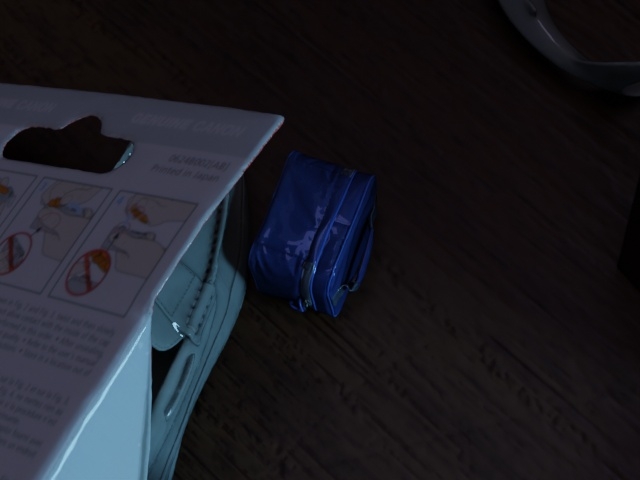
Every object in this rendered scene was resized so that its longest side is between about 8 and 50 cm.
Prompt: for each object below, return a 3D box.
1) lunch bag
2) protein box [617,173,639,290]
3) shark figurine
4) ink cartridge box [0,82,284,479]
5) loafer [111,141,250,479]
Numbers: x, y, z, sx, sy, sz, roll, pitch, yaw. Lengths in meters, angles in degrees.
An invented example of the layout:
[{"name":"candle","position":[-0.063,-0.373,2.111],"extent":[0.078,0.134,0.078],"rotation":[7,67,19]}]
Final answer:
[{"name":"lunch bag","position":[0.000,0.000,0.887],"extent":[0.065,0.067,0.098],"rotation":[16,70,13]},{"name":"protein box","position":[0.295,-0.034,0.799],"extent":[0.199,0.201,0.136],"rotation":[-36,68,-10]},{"name":"shark figurine","position":[0.147,-0.216,0.946],"extent":[0.166,0.116,0.278],"rotation":[-2,64,6]},{"name":"ink cartridge box","position":[-0.201,0.087,0.792],"extent":[0.308,0.091,0.385],"rotation":[11,60,43]},{"name":"loafer","position":[-0.114,0.052,0.851],"extent":[0.112,0.111,0.320],"rotation":[7,67,9]}]
